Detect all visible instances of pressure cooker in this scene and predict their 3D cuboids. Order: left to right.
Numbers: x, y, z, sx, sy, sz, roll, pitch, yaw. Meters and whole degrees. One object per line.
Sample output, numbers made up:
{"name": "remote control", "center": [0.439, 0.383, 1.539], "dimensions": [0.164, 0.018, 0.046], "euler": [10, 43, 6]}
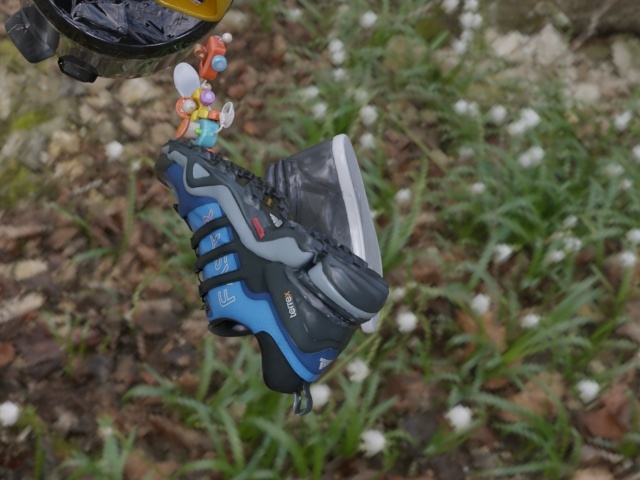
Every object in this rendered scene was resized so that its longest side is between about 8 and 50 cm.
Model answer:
{"name": "pressure cooker", "center": [-0.336, -0.455, 2.104], "dimensions": [0.370, 0.420, 0.375], "euler": [8, 88, -13]}

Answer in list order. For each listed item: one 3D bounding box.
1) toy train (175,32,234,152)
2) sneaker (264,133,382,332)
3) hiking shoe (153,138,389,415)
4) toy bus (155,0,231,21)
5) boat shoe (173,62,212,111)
{"name": "toy train", "center": [-0.147, -0.179, 1.540], "dimensions": [0.046, 0.125, 0.166], "euler": [13, 40, -21]}
{"name": "sneaker", "center": [0.000, 0.000, 1.825], "dimensions": [0.104, 0.147, 0.295], "euler": [-52, 130, -70]}
{"name": "hiking shoe", "center": [-0.078, 0.013, 1.093], "dimensions": [0.113, 0.132, 0.304], "euler": [27, 10, -45]}
{"name": "toy bus", "center": [-0.106, -0.324, 1.292], "dimensions": [0.202, 0.104, 0.191], "euler": [-19, 63, -13]}
{"name": "boat shoe", "center": [-0.177, -0.201, 1.754], "dimensions": [0.035, 0.035, 0.100], "euler": [-28, 85, -8]}
